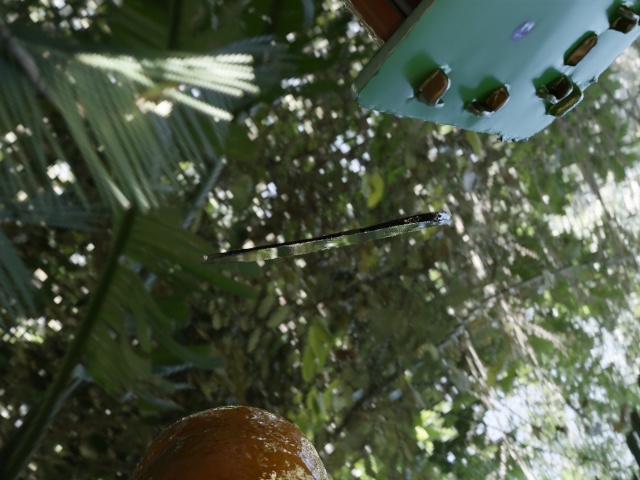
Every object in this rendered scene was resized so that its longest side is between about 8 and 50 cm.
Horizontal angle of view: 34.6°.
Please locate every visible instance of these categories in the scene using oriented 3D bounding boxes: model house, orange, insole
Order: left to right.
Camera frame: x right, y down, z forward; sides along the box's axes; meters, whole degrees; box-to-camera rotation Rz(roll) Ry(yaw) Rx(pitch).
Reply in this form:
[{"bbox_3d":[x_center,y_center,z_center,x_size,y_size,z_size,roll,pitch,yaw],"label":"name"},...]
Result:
[{"bbox_3d":[-0.094,0.252,0.858,0.240,0.171,0.240,-56,-161,31],"label":"orange"},{"bbox_3d":[0.000,0.000,1.154,0.309,0.110,0.012,-11,-99,31],"label":"insole"},{"bbox_3d":[0.128,-0.309,0.814,0.340,0.300,0.323,-48,-116,27],"label":"model house"}]
